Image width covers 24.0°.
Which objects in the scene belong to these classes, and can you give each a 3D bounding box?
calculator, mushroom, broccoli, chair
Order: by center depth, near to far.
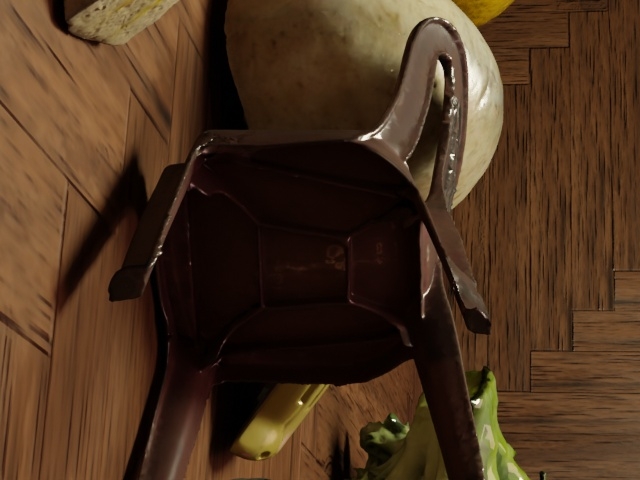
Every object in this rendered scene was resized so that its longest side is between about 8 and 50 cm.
[{"bbox_3d":[0.000,0.000,0.858,0.326,0.183,0.176,-86,176,-60],"label":"chair"},{"bbox_3d":[0.001,0.075,1.076,0.157,0.033,0.236,-54,-179,15],"label":"calculator"},{"bbox_3d":[0.037,-0.108,1.083,0.254,0.189,0.195,86,9,-62],"label":"mushroom"},{"bbox_3d":[0.119,0.253,1.498,0.288,0.248,0.246,11,-65,54],"label":"broccoli"}]

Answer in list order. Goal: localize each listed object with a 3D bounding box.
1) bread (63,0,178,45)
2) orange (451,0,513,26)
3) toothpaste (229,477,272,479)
[{"bbox_3d":[-0.043,-0.154,0.704,0.077,0.152,0.105,8,78,-80],"label":"bread"},{"bbox_3d":[0.109,-0.313,1.443,0.236,0.236,0.236,0,90,-81],"label":"orange"},{"bbox_3d":[-0.048,0.279,1.011,0.062,0.039,0.239,-75,166,-83],"label":"toothpaste"}]
